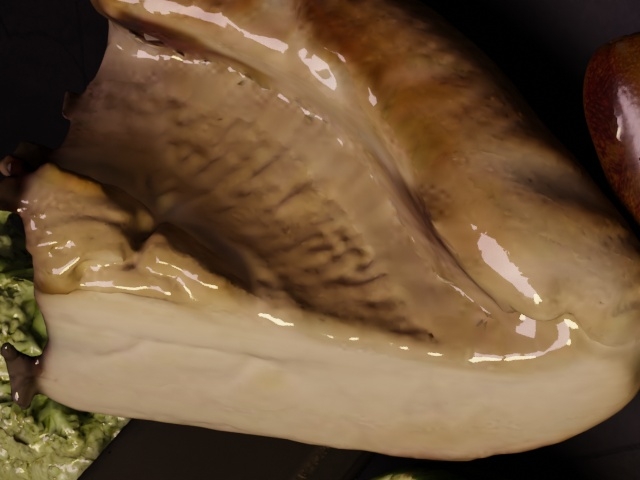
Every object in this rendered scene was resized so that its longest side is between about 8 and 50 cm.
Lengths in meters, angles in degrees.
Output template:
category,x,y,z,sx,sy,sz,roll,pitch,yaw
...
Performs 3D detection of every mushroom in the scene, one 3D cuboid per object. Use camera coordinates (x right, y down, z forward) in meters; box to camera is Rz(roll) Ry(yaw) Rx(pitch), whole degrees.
category,x,y,z,sx,sy,sz,roll,pitch,yaw
mushroom,0.025,-0.032,1.218,0.397,0.314,0.224,9,149,10

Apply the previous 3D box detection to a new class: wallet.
category,x,y,z,sx,sy,sz,roll,pitch,yaw
wallet,-0.046,0.135,1.304,0.149,0.250,0.044,45,160,-7

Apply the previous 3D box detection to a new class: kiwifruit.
category,x,y,z,sx,sy,sz,roll,pitch,yaw
kiwifruit,0.196,-0.060,1.125,0.075,0.075,0.124,-27,81,45

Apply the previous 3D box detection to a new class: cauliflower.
category,x,y,z,sx,sy,sz,roll,pitch,yaw
cauliflower,-0.137,0.079,1.403,0.250,0.275,0.272,-47,49,8

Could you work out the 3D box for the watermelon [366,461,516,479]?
category,x,y,z,sx,sy,sz,roll,pitch,yaw
watermelon,0.109,0.236,1.273,0.232,0.127,0.204,-6,101,46
